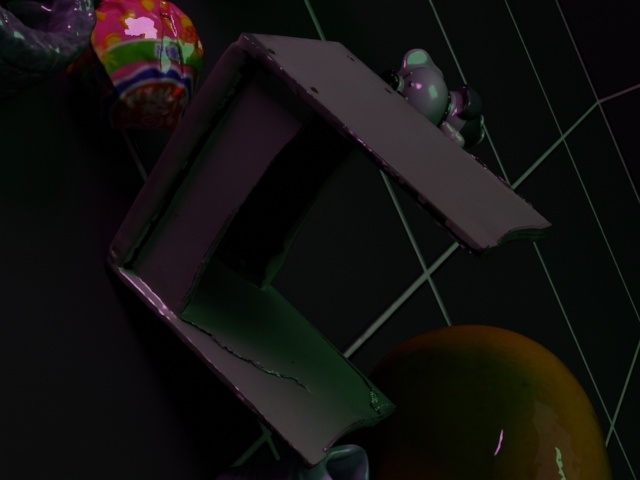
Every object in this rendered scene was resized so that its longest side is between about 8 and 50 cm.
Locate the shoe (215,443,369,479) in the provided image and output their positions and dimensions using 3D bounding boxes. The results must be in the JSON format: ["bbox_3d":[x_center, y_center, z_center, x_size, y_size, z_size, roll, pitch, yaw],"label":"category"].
[{"bbox_3d":[-0.026,0.249,0.774,0.095,0.137,0.245,58,14,-17],"label":"shoe"}]

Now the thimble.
[{"bbox_3d":[-0.256,-0.188,0.763,0.150,0.098,0.150,38,42,-44],"label":"thimble"}]

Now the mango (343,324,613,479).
[{"bbox_3d":[0.146,0.283,0.919,0.232,0.300,0.445,26,38,-28],"label":"mango"}]

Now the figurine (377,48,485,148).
[{"bbox_3d":[0.157,-0.197,1.437,0.192,0.126,0.147,25,59,-30],"label":"figurine"}]

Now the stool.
[{"bbox_3d":[0.000,0.000,0.827,0.270,0.243,0.170,43,25,17],"label":"stool"}]

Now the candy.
[{"bbox_3d":[-0.197,-0.264,0.932,0.124,0.124,0.365,23,44,-52],"label":"candy"}]
